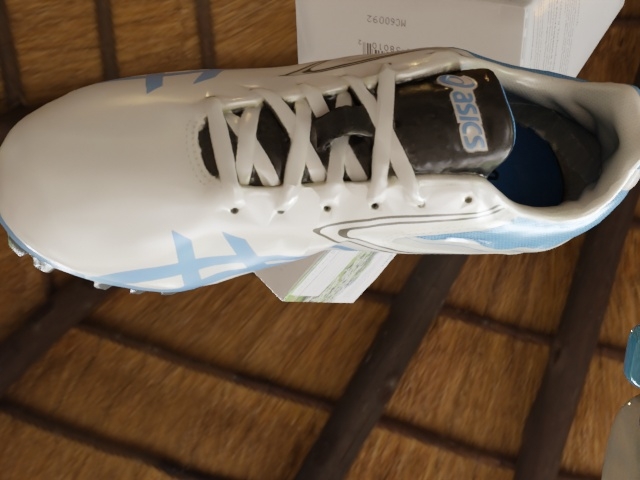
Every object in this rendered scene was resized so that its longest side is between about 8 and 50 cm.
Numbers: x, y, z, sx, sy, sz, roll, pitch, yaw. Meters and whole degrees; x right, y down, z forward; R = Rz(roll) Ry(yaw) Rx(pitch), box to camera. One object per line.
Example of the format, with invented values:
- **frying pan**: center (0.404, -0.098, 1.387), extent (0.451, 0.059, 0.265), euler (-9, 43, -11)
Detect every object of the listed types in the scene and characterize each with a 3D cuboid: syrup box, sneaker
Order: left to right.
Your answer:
- **syrup box**: center (0.000, 0.000, 1.015), extent (0.096, 0.237, 0.093), euler (45, -80, 15)
- **sneaker**: center (0.009, -0.033, 0.341), extent (0.086, 0.237, 0.085), euler (133, -52, -60)

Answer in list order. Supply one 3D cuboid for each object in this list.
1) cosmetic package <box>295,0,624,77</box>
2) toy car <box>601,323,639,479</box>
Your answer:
- **cosmetic package**: center (0.145, -0.225, 0.876), extent (0.197, 0.365, 0.155), euler (15, -49, 22)
- **toy car**: center (0.309, 0.193, 0.636), extent (0.238, 0.210, 0.219), euler (9, -79, 10)
